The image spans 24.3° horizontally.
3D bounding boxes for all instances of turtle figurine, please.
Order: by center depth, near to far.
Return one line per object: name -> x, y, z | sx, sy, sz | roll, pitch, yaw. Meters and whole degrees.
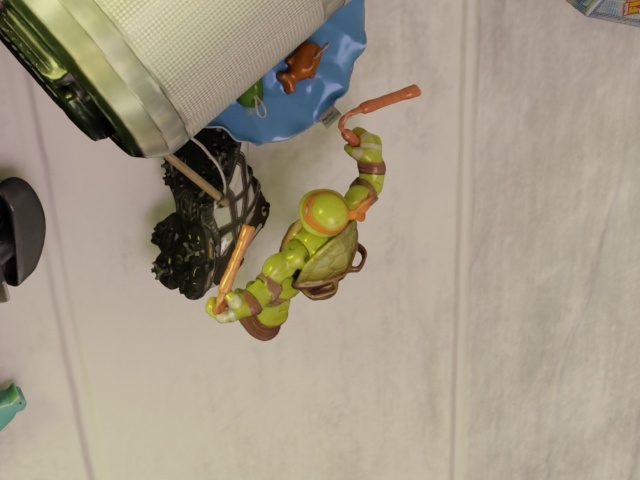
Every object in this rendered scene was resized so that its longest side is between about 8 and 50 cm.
turtle figurine -> 0.000, 0.000, 1.266 | 0.269, 0.087, 0.217 | -51, 174, -24

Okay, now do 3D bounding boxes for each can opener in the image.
can opener -> -0.275, -0.071, 1.137 | 0.095, 0.076, 0.283 | -45, 145, -39

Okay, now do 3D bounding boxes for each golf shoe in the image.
golf shoe -> -0.085, -0.048, 1.261 | 0.094, 0.077, 0.198 | -19, 135, -47

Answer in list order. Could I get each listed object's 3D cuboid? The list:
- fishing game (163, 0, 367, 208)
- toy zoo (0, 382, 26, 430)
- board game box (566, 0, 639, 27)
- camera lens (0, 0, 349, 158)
fishing game -> -0.037, -0.159, 1.158 | 0.189, 0.041, 0.264 | 42, 82, -36
toy zoo -> -0.392, 0.141, 1.248 | 0.293, 0.030, 0.192 | -3, 126, -29
board game box -> 0.311, -0.262, 1.317 | 0.194, 0.060, 0.194 | -9, 129, -25
camera lens -> -0.094, -0.208, 0.998 | 0.274, 0.219, 0.219 | -41, 135, -7
